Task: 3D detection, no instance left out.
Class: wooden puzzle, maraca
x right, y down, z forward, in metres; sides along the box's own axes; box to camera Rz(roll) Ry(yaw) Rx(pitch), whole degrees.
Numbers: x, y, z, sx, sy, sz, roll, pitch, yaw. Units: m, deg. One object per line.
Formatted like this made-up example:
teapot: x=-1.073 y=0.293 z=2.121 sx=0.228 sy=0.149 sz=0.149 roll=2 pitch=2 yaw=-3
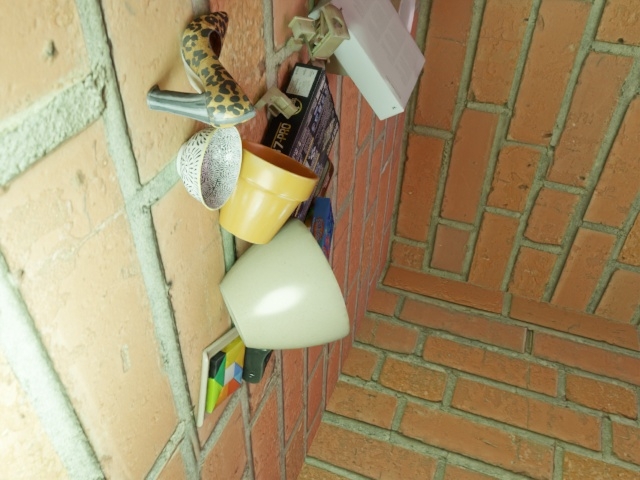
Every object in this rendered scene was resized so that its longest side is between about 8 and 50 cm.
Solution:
wooden puzzle: x=-0.255 y=0.349 z=1.523 sx=0.239 sy=0.044 sz=0.221 roll=-43 pitch=144 yaw=-65
maraca: x=-0.022 y=-0.101 z=1.832 sx=0.127 sy=0.099 sz=0.185 roll=-54 pitch=178 yaw=-13

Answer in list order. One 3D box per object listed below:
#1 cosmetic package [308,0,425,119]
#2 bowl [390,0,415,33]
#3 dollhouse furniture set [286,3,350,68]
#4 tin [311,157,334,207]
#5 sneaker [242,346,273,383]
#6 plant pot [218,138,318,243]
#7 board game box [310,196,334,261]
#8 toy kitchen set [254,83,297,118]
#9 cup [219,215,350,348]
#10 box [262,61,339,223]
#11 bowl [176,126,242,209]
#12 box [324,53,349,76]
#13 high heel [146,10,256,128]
cosmetic package: x=0.151 y=-0.592 z=1.682 sx=0.377 sy=0.097 sz=0.284 roll=49 pitch=45 yaw=-28
bowl: x=0.263 y=-0.849 z=2.168 sx=0.298 sy=0.134 sz=0.297 roll=14 pitch=90 yaw=-75
dollhouse furniture set: x=-0.046 y=-0.527 z=1.498 sx=0.182 sy=0.161 sz=0.101 roll=-35 pitch=-113 yaw=51
tin: x=-0.026 y=-0.187 z=1.762 sx=0.040 sy=0.106 sz=0.189 roll=55 pitch=48 yaw=-54
sneaker: x=-0.173 y=0.295 z=1.659 sx=0.130 sy=0.087 sz=0.227 roll=-81 pitch=-175 yaw=-60
plant pot: x=-0.135 y=-0.102 z=1.289 sx=0.188 sy=0.205 sz=0.205 roll=-64 pitch=169 yaw=14
board game box: x=0.000 y=0.000 z=1.705 sx=0.160 sy=0.047 sz=0.210 roll=77 pitch=20 yaw=-64
toy kitchen set: x=-0.117 y=-0.315 z=1.383 sx=0.068 sy=0.083 sz=0.075 roll=-32 pitch=-158 yaw=44
cup: x=-0.109 y=0.136 z=1.403 sx=0.237 sy=0.331 sz=0.331 roll=-24 pitch=145 yaw=-13
box: x=-0.064 y=-0.236 z=1.579 sx=0.318 sy=0.097 sz=0.395 roll=55 pitch=53 yaw=-69
bowl: x=-0.224 y=-0.149 z=1.097 sx=0.170 sy=0.080 sz=0.170 roll=14 pitch=90 yaw=-76
box: x=0.108 y=-0.643 z=1.826 sx=0.094 sy=0.113 sz=0.275 roll=87 pitch=24 yaw=-50
high heel: x=-0.159 y=-0.300 z=0.985 sx=0.093 sy=0.186 sz=0.261 roll=80 pitch=28 yaw=-58
